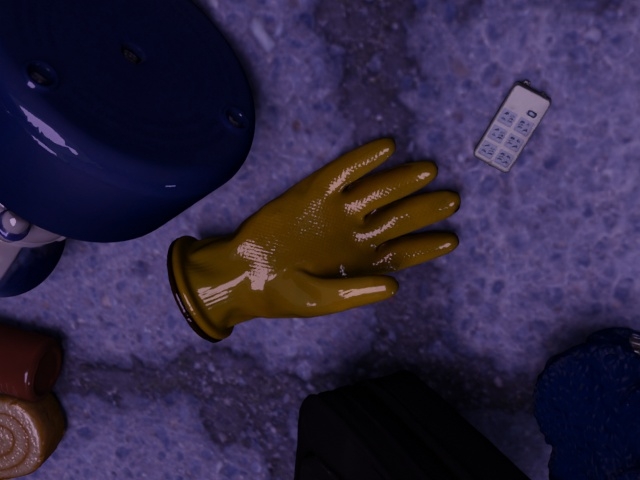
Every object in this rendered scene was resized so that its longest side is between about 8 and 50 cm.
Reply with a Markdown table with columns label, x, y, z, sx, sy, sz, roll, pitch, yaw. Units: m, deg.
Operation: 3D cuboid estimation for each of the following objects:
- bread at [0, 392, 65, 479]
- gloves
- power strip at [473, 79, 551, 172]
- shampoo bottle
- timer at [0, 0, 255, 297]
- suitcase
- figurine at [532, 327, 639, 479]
| label | x | y | z | sx | sy | sz | roll | pitch | yaw |
| --- | --- | --- | --- | --- | --- | --- | --- | --- | --- |
| bread | -0.401 | 0.237 | 1.063 | 0.149 | 0.073 | 0.122 | -10 | 102 | 16 |
| gloves | -0.001 | -0.001 | 0.849 | 0.294 | 0.116 | 0.133 | -22 | 111 | 15 |
| power strip | 0.182 | -0.108 | 0.796 | 0.040 | 0.016 | 0.090 | 29 | 116 | 3 |
| shampoo bottle | -0.443 | 0.132 | 1.023 | 0.244 | 0.085 | 0.085 | 11 | 113 | 10 |
| timer | -0.273 | -0.069 | 0.833 | 0.270 | 0.270 | 0.383 | 46 | 129 | -5 |
| suitcase | 0.086 | 0.337 | 0.841 | 0.339 | 0.188 | 0.345 | 42 | 134 | 47 |
| figurine | 0.259 | 0.169 | 0.757 | 0.121 | 0.262 | 0.164 | 34 | 101 | -9 |
